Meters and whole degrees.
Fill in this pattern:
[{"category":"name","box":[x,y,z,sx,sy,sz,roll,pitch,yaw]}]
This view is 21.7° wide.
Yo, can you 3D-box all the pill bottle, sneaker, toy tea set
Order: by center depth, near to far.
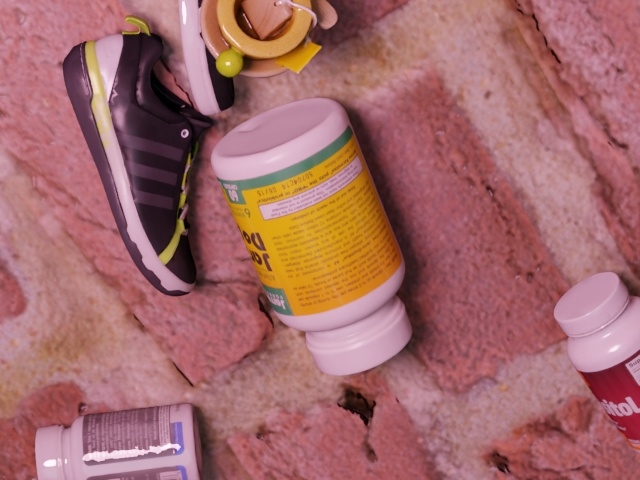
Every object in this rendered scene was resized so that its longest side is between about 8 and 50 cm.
[{"category":"toy tea set","box":[-0.006,-0.286,1.193,0.200,0.124,0.336,40,80,-5]},{"category":"sneaker","box":[-0.052,-0.208,1.289,0.121,0.079,0.217,-6,105,-1]},{"category":"sneaker","box":[-0.128,-0.065,1.346,0.097,0.084,0.235,-19,111,2]},{"category":"pill bottle","box":[0.000,0.000,1.359,0.117,0.117,0.208,-20,111,5]},{"category":"pill bottle","box":[0.266,0.104,1.429,0.086,0.086,0.152,-33,108,10]},{"category":"pill bottle","box":[-0.174,0.186,1.444,0.137,0.078,0.078,-6,111,0]}]
